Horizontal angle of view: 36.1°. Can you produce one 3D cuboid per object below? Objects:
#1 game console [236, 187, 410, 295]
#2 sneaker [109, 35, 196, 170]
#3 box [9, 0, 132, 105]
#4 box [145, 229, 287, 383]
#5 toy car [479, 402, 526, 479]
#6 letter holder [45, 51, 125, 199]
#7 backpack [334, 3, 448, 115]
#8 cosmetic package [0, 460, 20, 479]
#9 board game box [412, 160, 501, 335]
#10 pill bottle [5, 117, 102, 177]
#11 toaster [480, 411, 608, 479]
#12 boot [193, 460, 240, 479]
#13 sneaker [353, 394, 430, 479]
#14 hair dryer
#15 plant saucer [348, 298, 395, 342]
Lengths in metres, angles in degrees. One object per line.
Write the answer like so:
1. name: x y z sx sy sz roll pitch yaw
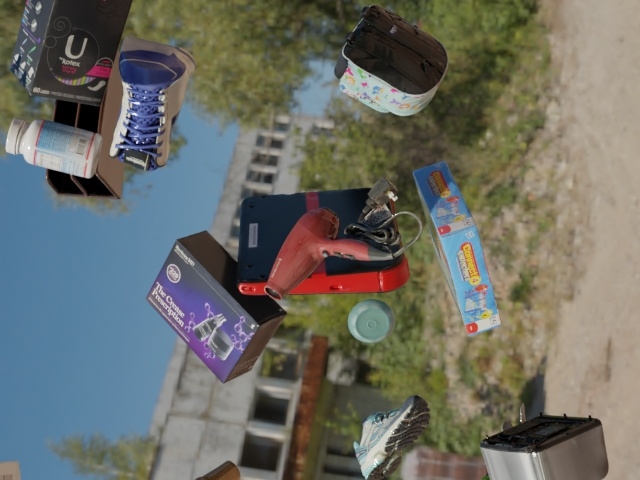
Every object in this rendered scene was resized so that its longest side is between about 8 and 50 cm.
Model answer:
1. game console: 0.000 0.000 2.052 0.386 0.342 0.060 -95 0 -61
2. sneaker: -0.304 -0.227 1.765 0.315 0.128 0.182 123 157 -75
3. box: -0.510 -0.434 2.011 0.143 0.165 0.270 43 120 44
4. box: -0.221 0.136 2.046 0.103 0.261 0.184 -18 -33 -54
5. toy car: 0.421 0.455 2.134 0.155 0.149 0.188 -35 -58 -47
6. letter holder: -0.534 -0.270 2.237 0.214 0.152 0.301 83 -169 -75
7. backpack: 0.180 -0.432 2.437 0.225 0.254 0.191 -61 -6 -28
8. cosmetic package: -0.907 0.595 2.138 0.230 0.453 0.161 79 -178 -79
9. board game box: 0.325 0.015 2.348 0.308 0.086 0.302 -103 -6 -55
10. pill bottle: -0.488 -0.173 1.800 0.087 0.160 0.087 -165 90 -81
11. toaster: 0.389 0.381 1.729 0.168 0.186 0.110 -15 90 60
12. boot: -0.281 0.611 2.134 0.211 0.104 0.295 -32 -29 -35
13. sneaker: 0.152 0.446 2.318 0.122 0.110 0.283 56 132 33
14. hair dryer: 0.022 0.001 1.687 0.080 0.293 0.223 51 -170 -24
15. plant saucer: 0.128 0.205 2.445 0.021 0.119 0.119 -99 14 -72
